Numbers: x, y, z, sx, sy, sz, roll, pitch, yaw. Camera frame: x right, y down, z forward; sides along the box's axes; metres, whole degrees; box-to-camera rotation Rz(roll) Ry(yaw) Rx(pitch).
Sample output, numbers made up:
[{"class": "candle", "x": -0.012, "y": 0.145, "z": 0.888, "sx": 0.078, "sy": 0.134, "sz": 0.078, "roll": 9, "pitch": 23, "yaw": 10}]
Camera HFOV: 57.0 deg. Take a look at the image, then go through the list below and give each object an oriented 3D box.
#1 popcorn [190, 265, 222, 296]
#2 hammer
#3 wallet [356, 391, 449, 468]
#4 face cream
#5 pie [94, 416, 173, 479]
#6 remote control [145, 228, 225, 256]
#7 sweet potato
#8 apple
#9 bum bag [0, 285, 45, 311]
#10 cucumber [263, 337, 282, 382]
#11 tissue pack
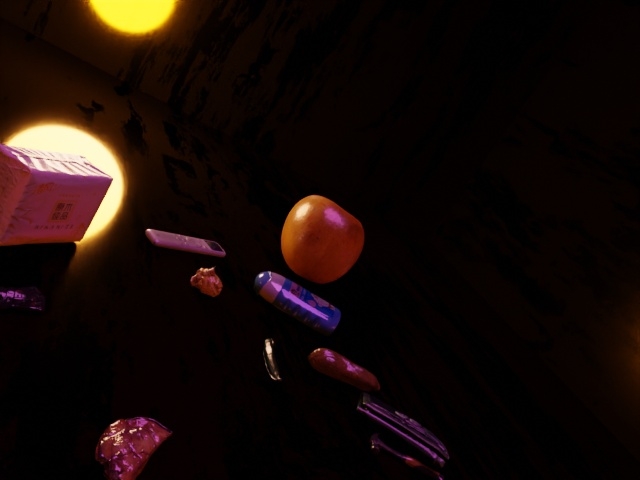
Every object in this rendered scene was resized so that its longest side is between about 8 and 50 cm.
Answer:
[{"class": "popcorn", "x": -0.283, "y": 0.097, "z": 1.507, "sx": 0.084, "sy": 0.084, "sz": 0.084, "roll": 31, "pitch": 15, "yaw": -10}, {"class": "hammer", "x": 0.198, "y": 0.500, "z": 1.351, "sx": 0.201, "sy": 0.021, "sz": 0.078, "roll": 31, "pitch": 15, "yaw": -8}, {"class": "wallet", "x": 0.195, "y": 0.446, "z": 1.423, "sx": 0.236, "sy": 0.055, "sz": 0.160, "roll": 35, "pitch": -1, "yaw": 6}, {"class": "face cream", "x": -0.071, "y": 0.173, "z": 1.692, "sx": 0.264, "sy": 0.083, "sz": 0.149, "roll": 31, "pitch": 12, "yaw": -7}, {"class": "pie", "x": -0.292, "y": 0.316, "z": 0.900, "sx": 0.092, "sy": 0.034, "sz": 0.170, "roll": 36, "pitch": 16, "yaw": -4}, {"class": "remote control", "x": -0.377, "y": 0.007, "z": 1.682, "sx": 0.261, "sy": 0.029, "sz": 0.067, "roll": 14, "pitch": 25, "yaw": -51}, {"class": "sweet potato", "x": 0.073, "y": 0.338, "z": 1.511, "sx": 0.233, "sy": 0.062, "sz": 0.081, "roll": 30, "pitch": -3, "yaw": -21}, {"class": "apple", "x": 0.000, "y": 0.000, "z": 2.054, "sx": 0.299, "sy": 0.275, "sz": 0.299, "roll": 30, "pitch": 2, "yaw": -1}, {"class": "bum bag", "x": -0.548, "y": 0.101, "z": 1.040, "sx": 0.124, "sy": 0.034, "sz": 0.057, "roll": 14, "pitch": 39, "yaw": -50}, {"class": "cucumber", "x": -0.114, "y": 0.279, "z": 1.379, "sx": 0.036, "sy": 0.033, "sz": 0.184, "roll": 3, "pitch": 24, "yaw": -13}, {"class": "tissue pack", "x": -0.590, "y": -0.090, "z": 1.255, "sx": 0.124, "sy": 0.184, "sz": 0.225, "roll": 35, "pitch": 14, "yaw": 18}]
